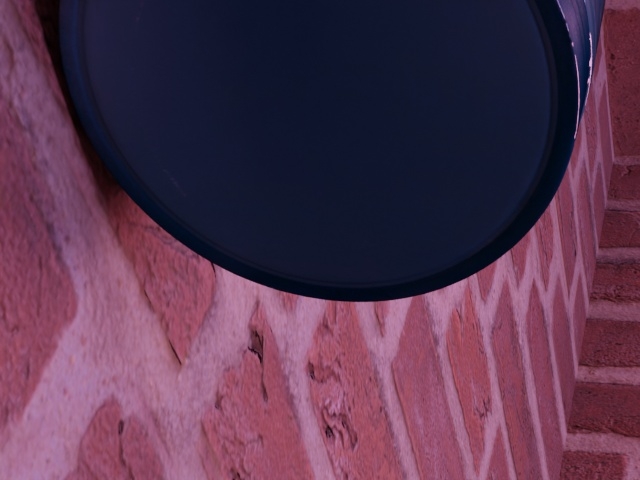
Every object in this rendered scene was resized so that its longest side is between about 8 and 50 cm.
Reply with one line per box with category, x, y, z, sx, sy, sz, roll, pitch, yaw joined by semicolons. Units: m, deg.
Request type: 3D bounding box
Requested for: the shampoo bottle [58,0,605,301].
shampoo bottle;0.036;-0.187;0.875;0.342;0.331;0.331;-65;149;-51
